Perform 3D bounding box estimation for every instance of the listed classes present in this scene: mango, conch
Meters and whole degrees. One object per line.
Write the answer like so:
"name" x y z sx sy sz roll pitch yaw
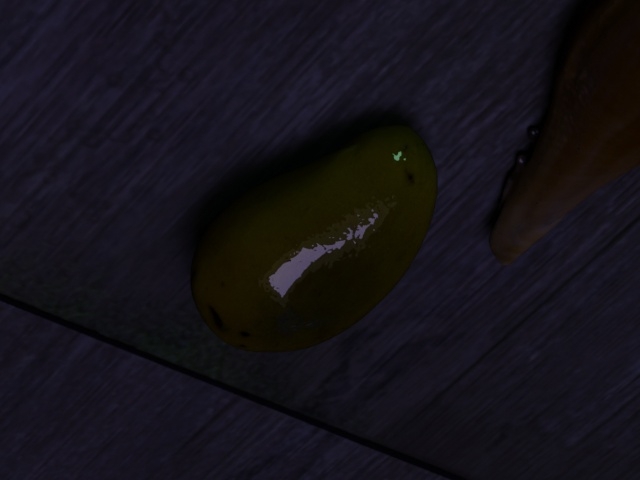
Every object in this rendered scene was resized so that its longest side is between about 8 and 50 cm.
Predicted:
"mango" 0.000 0.000 1.065 0.161 0.076 0.103 -41 125 13
"conch" 0.187 -0.081 1.020 0.109 0.093 0.330 10 132 -34
